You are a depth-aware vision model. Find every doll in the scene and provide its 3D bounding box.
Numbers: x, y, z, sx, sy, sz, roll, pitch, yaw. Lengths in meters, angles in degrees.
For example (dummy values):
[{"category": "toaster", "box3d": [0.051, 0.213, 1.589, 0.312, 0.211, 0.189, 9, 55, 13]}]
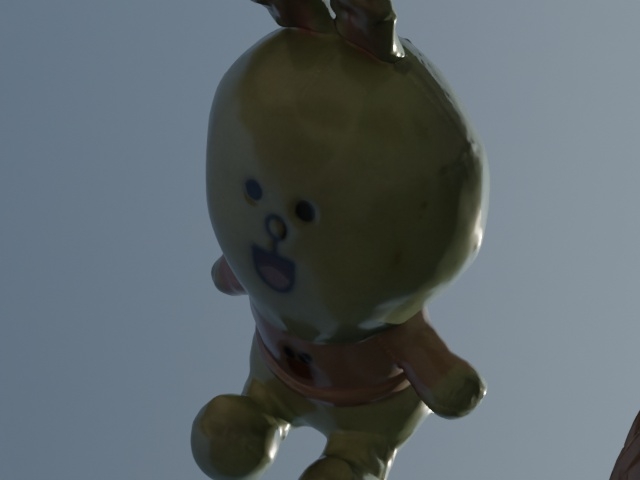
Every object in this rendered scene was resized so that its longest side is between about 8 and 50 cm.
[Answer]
[{"category": "doll", "box3d": [0.008, -0.001, 0.893, 0.155, 0.275, 0.113, 22, -148, 31]}]

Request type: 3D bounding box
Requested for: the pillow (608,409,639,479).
[{"category": "pillow", "box3d": [0.112, 0.158, 0.668, 0.043, 0.233, 0.126, 9, -164, -13]}]
